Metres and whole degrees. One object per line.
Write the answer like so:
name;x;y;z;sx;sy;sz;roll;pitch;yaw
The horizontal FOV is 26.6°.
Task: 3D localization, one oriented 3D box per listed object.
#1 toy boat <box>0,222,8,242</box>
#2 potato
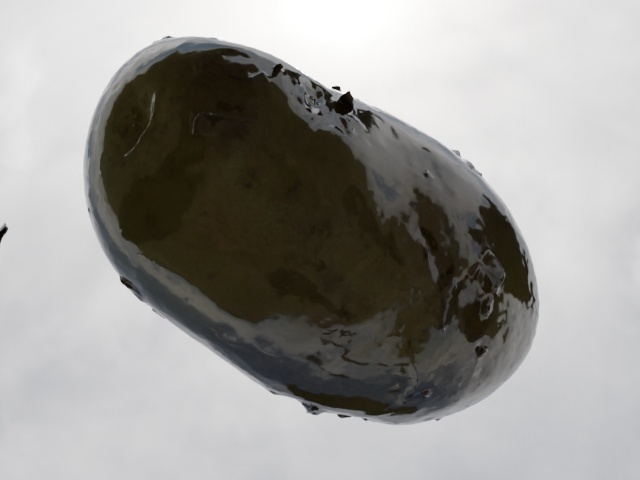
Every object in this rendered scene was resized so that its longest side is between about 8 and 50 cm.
toy boat;-0.242;0.025;0.559;0.310;0.115;0.089;-28;-142;38
potato;0.000;0.000;0.686;0.262;0.165;0.165;32;-102;-15
